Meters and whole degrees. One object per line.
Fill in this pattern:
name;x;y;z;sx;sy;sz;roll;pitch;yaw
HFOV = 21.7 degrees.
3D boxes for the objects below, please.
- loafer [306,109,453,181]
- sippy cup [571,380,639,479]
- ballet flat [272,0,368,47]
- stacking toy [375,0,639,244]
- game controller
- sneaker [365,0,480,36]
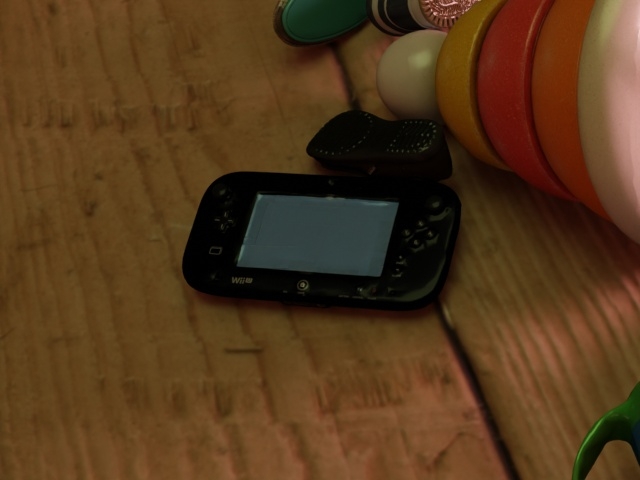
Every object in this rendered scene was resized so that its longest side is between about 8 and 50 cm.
loafer;0.069;-0.096;1.961;0.220;0.078;0.080;12;54;50
sippy cup;0.395;0.237;1.476;0.305;0.240;0.224;-26;49;37
ballet flat;0.048;-0.353;2.199;0.316;0.107;0.106;-34;28;-20
stacking toy;0.254;-0.183;1.883;0.480;0.350;0.350;10;51;48
game controller;0.000;0.000;1.905;0.319;0.067;0.166;3;51;21
sneaker;0.184;-0.333;2.121;0.282;0.099;0.153;-26;14;-33
